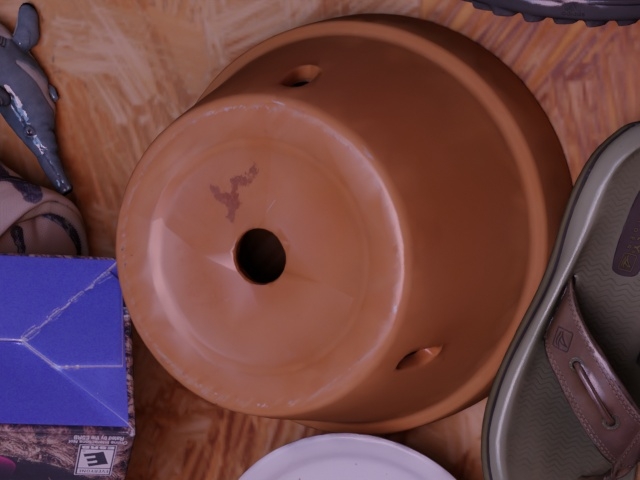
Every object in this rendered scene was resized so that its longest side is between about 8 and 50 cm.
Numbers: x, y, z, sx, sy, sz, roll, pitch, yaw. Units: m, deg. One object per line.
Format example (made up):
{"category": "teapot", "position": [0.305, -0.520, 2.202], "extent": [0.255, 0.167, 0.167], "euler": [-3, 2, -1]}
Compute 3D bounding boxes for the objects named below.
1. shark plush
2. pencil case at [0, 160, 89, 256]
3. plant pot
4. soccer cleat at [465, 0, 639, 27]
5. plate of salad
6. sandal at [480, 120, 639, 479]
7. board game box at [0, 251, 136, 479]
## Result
{"category": "shark plush", "position": [-0.235, -0.101, 1.390], "extent": [0.073, 0.067, 0.161], "euler": [-20, 88, 24]}
{"category": "pencil case", "position": [-0.369, -0.037, 1.408], "extent": [0.410, 0.160, 0.183], "euler": [29, 133, 17]}
{"category": "plant pot", "position": [0.000, 0.000, 1.229], "extent": [0.291, 0.203, 0.291], "euler": [4, 99, 23]}
{"category": "soccer cleat", "position": [0.097, -0.220, 1.206], "extent": [0.318, 0.108, 0.116], "euler": [19, 117, 24]}
{"category": "plate of salad", "position": [0.020, 0.225, 1.254], "extent": [0.200, 0.048, 0.200], "euler": [3, 104, 11]}
{"category": "sandal", "position": [0.185, 0.073, 1.194], "extent": [0.086, 0.120, 0.302], "euler": [33, 113, 59]}
{"category": "board game box", "position": [-0.258, 0.148, 1.268], "extent": [0.232, 0.141, 0.291], "euler": [3, 141, -12]}
